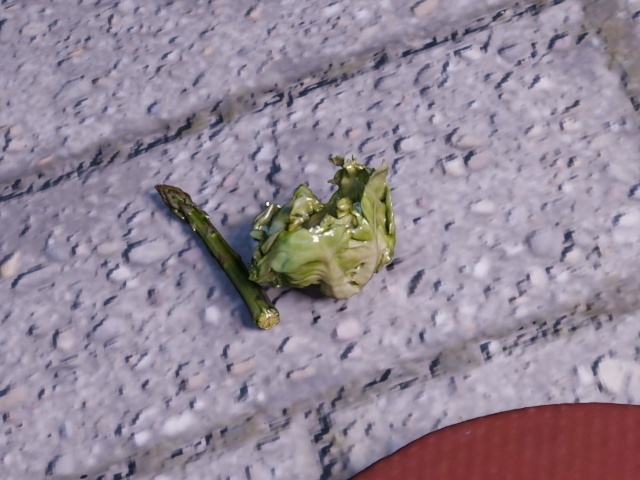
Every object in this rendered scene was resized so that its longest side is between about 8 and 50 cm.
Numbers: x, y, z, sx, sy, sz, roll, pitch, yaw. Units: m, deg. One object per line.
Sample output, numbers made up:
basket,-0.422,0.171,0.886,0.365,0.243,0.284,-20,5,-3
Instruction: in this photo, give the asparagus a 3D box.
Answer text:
asparagus,-0.052,0.005,0.960,0.014,0.015,0.114,-57,47,19

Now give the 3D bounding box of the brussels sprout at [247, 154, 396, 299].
brussels sprout,0.000,0.000,0.920,0.085,0.058,0.085,-21,28,12

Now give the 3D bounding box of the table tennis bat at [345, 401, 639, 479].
table tennis bat,0.046,0.184,0.773,0.415,0.051,0.268,-3,53,16
